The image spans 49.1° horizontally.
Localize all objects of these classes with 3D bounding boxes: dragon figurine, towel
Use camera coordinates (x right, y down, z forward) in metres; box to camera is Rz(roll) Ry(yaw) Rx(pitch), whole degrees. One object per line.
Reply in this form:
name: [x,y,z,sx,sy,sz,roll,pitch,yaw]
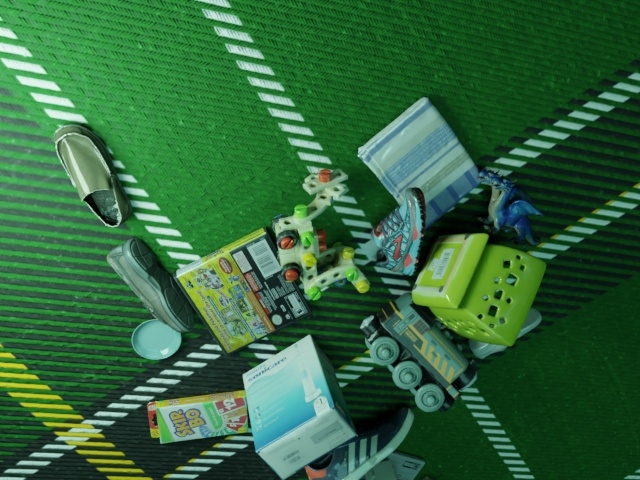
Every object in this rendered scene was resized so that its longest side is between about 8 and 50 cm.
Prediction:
dragon figurine: [0.492,-0.073,1.741,0.289,0.085,0.144,23,115,-24]
towel: [0.243,-0.179,1.669,0.209,0.034,0.285,-40,120,6]

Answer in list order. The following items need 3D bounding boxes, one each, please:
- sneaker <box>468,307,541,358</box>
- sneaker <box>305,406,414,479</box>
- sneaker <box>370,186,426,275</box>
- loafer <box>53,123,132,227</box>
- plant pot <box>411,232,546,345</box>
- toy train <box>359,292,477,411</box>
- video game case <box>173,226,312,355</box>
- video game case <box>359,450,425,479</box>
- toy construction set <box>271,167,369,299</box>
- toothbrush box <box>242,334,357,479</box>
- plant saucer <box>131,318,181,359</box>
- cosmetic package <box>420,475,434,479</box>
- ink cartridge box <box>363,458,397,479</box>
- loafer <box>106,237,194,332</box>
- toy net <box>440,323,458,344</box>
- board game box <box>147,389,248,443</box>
sneaker: [0.516,0.259,1.942,0.212,0.080,0.094,-29,131,10]
sneaker: [0.102,0.567,1.975,0.350,0.131,0.148,-41,87,-6]
sneaker: [0.184,-0.016,1.680,0.125,0.104,0.261,6,131,3]
loafer: [-0.479,-0.132,1.493,0.094,0.087,0.251,-27,119,1]
plant pot: [0.369,0.104,1.705,0.207,0.227,0.228,30,79,-18]
toy train: [0.259,0.294,1.826,0.190,0.142,0.334,-43,99,5]
video game case: [-0.186,0.130,1.727,0.248,0.035,0.275,-26,120,1]
video game case: [0.181,0.709,2.115,0.212,0.023,0.193,22,110,-23]
toy construction set: [0.000,0.000,1.634,0.215,0.151,0.327,-12,119,-8]
toothbrush box: [-0.060,0.406,1.749,0.216,0.295,0.126,-32,120,3]
plant saucer: [-0.407,0.241,1.739,0.119,0.021,0.119,-5,117,-10]
cosmetic package: [0.271,0.892,2.153,0.309,0.160,0.113,-44,118,12]
ink cartridge box: [0.194,0.777,2.047,0.092,0.158,0.217,-15,120,-4]
loafer: [-0.397,0.114,1.650,0.084,0.096,0.267,-21,114,21]
toy net: [0.354,0.263,1.913,0.122,0.045,0.232,18,111,-20]
board game box: [-0.325,0.472,1.872,0.260,0.039,0.124,-4,117,-8]
